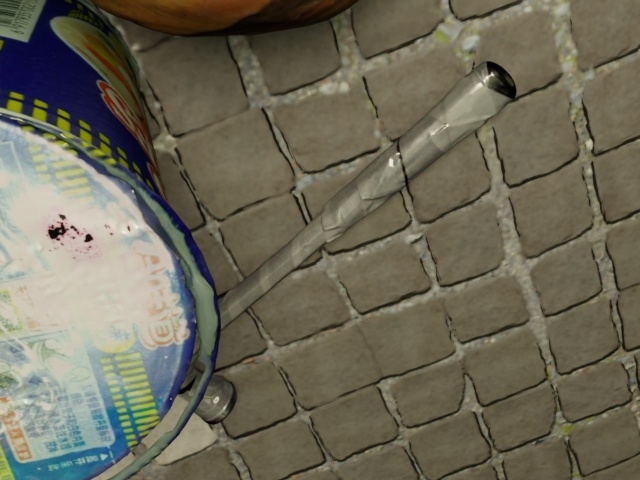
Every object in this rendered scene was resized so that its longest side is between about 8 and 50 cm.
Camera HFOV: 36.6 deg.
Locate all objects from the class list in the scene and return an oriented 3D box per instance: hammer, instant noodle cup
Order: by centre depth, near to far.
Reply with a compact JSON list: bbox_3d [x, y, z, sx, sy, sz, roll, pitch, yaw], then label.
[{"bbox_3d":[-0.215,-0.031,0.615,0.284,0.312,0.284,-5,124,-7],"label":"instant noodle cup"},{"bbox_3d":[0.000,0.001,0.849,0.427,0.044,0.152,-39,121,12],"label":"hammer"}]

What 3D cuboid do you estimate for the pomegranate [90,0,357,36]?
[{"bbox_3d":[-0.048,-0.251,0.537,0.281,0.281,0.281,-6,124,-8],"label":"pomegranate"}]
